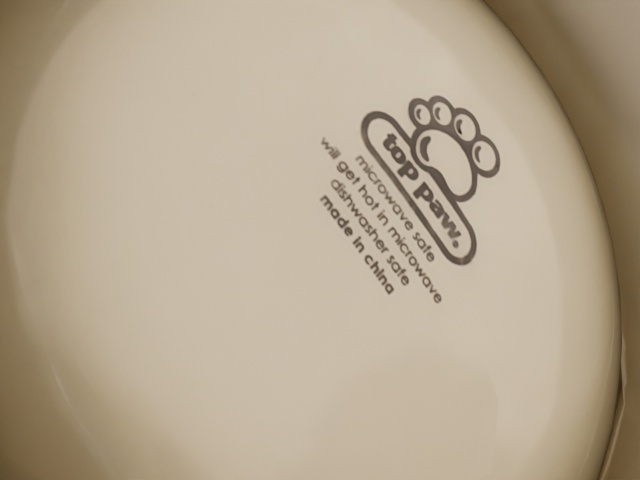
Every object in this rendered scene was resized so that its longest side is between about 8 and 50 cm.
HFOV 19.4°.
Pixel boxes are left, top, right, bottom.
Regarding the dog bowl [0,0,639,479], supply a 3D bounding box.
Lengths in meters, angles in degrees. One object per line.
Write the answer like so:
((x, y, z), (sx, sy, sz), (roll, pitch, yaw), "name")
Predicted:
((0.000, 0.000, 0.586), (0.408, 0.408, 0.150), (19, 154, -28), "dog bowl")
